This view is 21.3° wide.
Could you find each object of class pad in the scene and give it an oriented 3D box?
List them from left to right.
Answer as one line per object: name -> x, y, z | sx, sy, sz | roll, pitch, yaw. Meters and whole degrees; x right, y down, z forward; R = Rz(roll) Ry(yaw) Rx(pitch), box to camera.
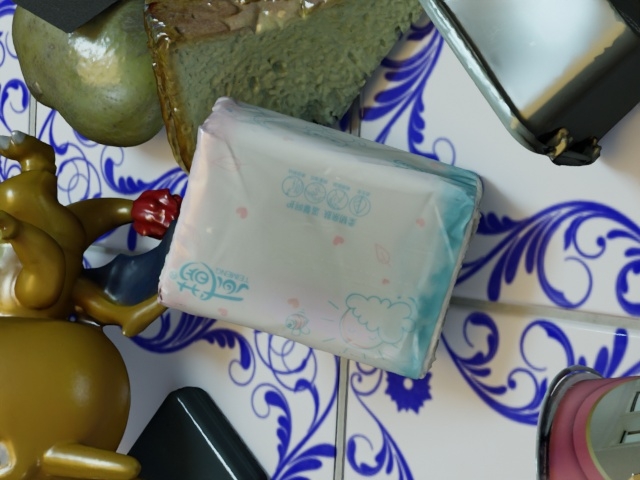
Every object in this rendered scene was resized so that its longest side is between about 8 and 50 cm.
pad -> -0.235, -0.301, 1.830 | 0.143, 0.211, 0.003 | 32, 149, 35

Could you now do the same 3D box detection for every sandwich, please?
sandwich -> -0.024, -0.172, 1.689 | 0.254, 0.288, 0.099 | 75, 174, -45

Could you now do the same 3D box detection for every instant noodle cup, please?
instant noodle cup -> 0.334, 0.195, 1.356 | 0.255, 0.244, 0.244 | -14, 83, 32

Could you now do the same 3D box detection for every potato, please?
potato -> -0.247, -0.213, 1.862 | 0.251, 0.159, 0.174 | 38, 89, 23

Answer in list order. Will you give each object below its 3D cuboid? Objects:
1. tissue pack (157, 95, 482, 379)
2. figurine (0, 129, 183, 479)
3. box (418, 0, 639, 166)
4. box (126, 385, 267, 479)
tissue pack -> 0.001, -0.002, 1.600 | 0.271, 0.124, 0.201 | 16, 102, 1
figurine -> -0.291, 0.092, 1.809 | 0.401, 0.268, 0.387 | -22, 61, 36
box -> 0.198, -0.198, 1.487 | 0.135, 0.163, 0.243 | -42, 65, 24
box -> -0.163, 0.288, 1.879 | 0.160, 0.050, 0.230 | 51, 121, 27
